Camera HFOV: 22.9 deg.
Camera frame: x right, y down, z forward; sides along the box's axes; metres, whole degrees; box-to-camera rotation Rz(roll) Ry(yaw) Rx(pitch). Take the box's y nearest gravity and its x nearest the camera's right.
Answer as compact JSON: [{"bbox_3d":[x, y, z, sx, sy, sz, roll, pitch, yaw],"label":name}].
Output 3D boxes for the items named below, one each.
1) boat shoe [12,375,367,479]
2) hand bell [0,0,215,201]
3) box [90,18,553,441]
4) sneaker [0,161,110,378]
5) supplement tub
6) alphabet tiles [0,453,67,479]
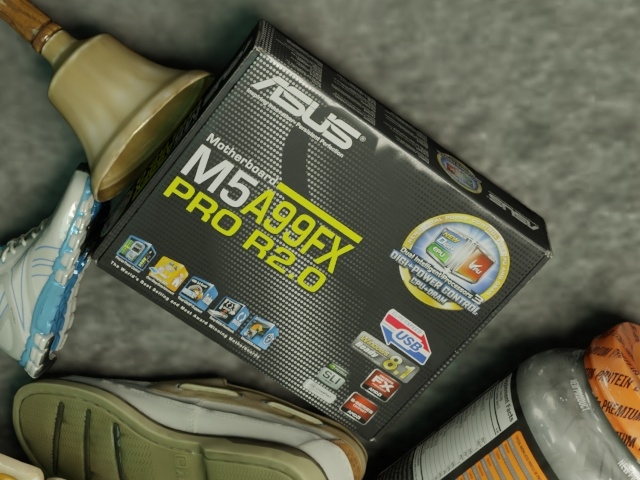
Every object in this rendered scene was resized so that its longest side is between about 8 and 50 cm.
[{"bbox_3d":[-0.106,0.167,1.256,0.302,0.103,0.113,14,114,28],"label":"boat shoe"},{"bbox_3d":[-0.207,-0.154,1.160,0.242,0.126,0.126,42,114,6],"label":"hand bell"},{"bbox_3d":[0.000,0.000,1.172,0.270,0.060,0.216,35,115,-15],"label":"box"},{"bbox_3d":[-0.226,0.017,1.239,0.083,0.071,0.191,27,114,5],"label":"sneaker"},{"bbox_3d":[0.152,0.213,1.184,0.316,0.193,0.193,-40,101,23],"label":"supplement tub"},{"bbox_3d":[-0.210,0.259,1.299,0.284,0.021,0.278,22,145,1],"label":"alphabet tiles"}]
